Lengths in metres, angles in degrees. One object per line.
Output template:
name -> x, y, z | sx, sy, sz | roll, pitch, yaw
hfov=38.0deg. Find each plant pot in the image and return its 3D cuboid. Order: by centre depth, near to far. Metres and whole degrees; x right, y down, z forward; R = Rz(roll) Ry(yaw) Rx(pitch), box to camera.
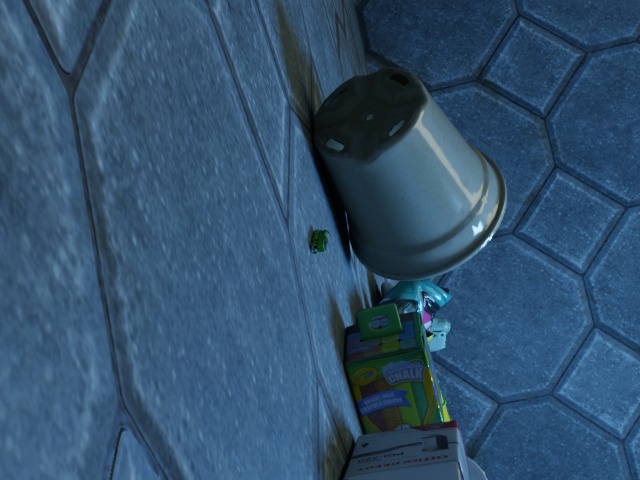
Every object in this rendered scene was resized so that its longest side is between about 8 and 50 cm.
plant pot -> 0.146, -0.143, 1.748 | 0.305, 0.333, 0.334 | 52, 24, -45

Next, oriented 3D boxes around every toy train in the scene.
toy train -> 0.000, 0.000, 1.415 | 0.083, 0.023, 0.017 | -77, 153, -70

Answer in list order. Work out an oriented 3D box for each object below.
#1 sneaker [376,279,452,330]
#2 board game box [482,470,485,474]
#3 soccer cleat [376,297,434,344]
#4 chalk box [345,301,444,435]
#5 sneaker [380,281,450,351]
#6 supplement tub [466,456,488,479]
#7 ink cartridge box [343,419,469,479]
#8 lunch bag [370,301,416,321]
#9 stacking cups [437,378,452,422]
sneaker -> 0.234, 0.181, 2.174 | 0.178, 0.123, 0.295 | -49, 142, -23
board game box -> 0.319, 0.749, 1.940 | 0.390, 0.050, 0.390 | -79, 168, -56
soccer cleat -> 0.192, 0.242, 1.999 | 0.093, 0.121, 0.289 | -92, 167, -53
chalk box -> 0.116, 0.206, 1.513 | 0.132, 0.132, 0.213 | -83, 158, -67
sneaker -> 0.236, 0.184, 2.286 | 0.094, 0.151, 0.256 | -91, 165, -47
supplement tub -> 0.214, 0.488, 1.535 | 0.191, 0.191, 0.272 | -94, 168, -44
ink cartridge box -> 0.123, 0.327, 1.281 | 0.218, 0.158, 0.092 | -33, 111, -81
lunch bag -> 0.155, 0.262, 1.770 | 0.224, 0.107, 0.279 | 5, 73, -81
stacking cups -> 0.271, 0.354, 2.452 | 0.096, 0.096, 0.316 | -75, 151, -73
